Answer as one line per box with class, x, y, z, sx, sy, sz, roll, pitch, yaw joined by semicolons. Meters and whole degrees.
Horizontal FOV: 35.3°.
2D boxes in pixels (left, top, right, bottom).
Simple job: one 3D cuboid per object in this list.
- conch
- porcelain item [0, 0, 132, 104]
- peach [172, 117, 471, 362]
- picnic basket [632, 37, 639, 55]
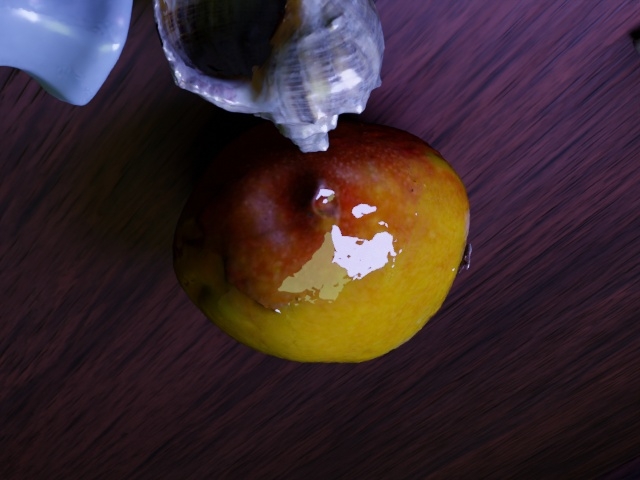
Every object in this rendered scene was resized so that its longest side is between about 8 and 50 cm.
conch;-0.048;-0.226;0.992;0.210;0.159;0.291;-8;104;4
porcelain item;-0.351;-0.249;0.772;0.405;0.242;0.178;15;163;-33
peach;0.001;-0.002;1.191;0.373;0.289;0.372;9;-176;-1
picnic basket;0.497;-0.161;1.168;0.139;0.266;0.165;-34;139;21
